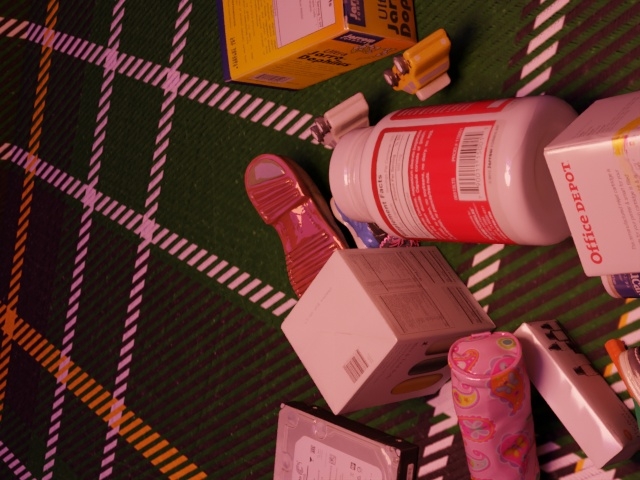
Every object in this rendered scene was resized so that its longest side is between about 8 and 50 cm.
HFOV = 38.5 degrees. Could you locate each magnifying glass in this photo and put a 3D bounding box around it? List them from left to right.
[{"bbox_3d":[0.483,0.248,1.346,0.026,0.092,0.231,-52,46,37],"label":"magnifying glass"}]

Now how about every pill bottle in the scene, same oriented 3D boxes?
[{"bbox_3d":[0.215,-0.111,1.506,0.407,0.229,0.229,3,93,46],"label":"pill bottle"},{"bbox_3d":[0.497,0.035,1.310,0.169,0.094,0.094,-6,86,46],"label":"pill bottle"}]

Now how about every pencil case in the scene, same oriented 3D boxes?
[{"bbox_3d":[0.277,0.278,1.450,0.124,0.124,0.284,20,137,44],"label":"pencil case"}]

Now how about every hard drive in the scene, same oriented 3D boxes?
[{"bbox_3d":[0.038,0.474,1.820,0.338,0.064,0.237,12,99,46],"label":"hard drive"}]

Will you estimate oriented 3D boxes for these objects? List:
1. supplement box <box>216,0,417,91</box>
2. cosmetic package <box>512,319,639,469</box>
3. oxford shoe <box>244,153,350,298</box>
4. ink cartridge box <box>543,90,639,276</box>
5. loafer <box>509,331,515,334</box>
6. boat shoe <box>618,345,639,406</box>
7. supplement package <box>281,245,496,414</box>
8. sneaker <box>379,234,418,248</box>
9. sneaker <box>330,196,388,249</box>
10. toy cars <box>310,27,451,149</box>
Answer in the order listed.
[{"bbox_3d":[-0.015,-0.431,1.765,0.356,0.195,0.194,-11,83,46],"label":"supplement box"},{"bbox_3d":[0.396,0.231,1.417,0.239,0.098,0.060,56,127,29],"label":"cosmetic package"},{"bbox_3d":[0.000,0.000,1.819,0.140,0.146,0.397,-26,89,24],"label":"oxford shoe"},{"bbox_3d":[0.477,-0.090,1.205,0.270,0.197,0.198,-7,113,43],"label":"ink cartridge box"},{"bbox_3d":[0.296,0.199,1.555,0.148,0.056,0.050,-47,59,47],"label":"loafer"},{"bbox_3d":[0.534,0.256,1.277,0.092,0.102,0.285,-47,62,30],"label":"boat shoe"},{"bbox_3d":[0.117,0.148,1.586,0.198,0.262,0.199,56,127,29],"label":"supplement package"},{"bbox_3d":[0.155,0.002,1.708,0.057,0.047,0.119,47,124,21],"label":"sneaker"},{"bbox_3d":[0.082,-0.051,1.769,0.085,0.058,0.152,-52,53,30],"label":"sneaker"},{"bbox_3d":[0.114,-0.253,1.666,0.393,0.176,0.087,-32,90,42],"label":"toy cars"}]
